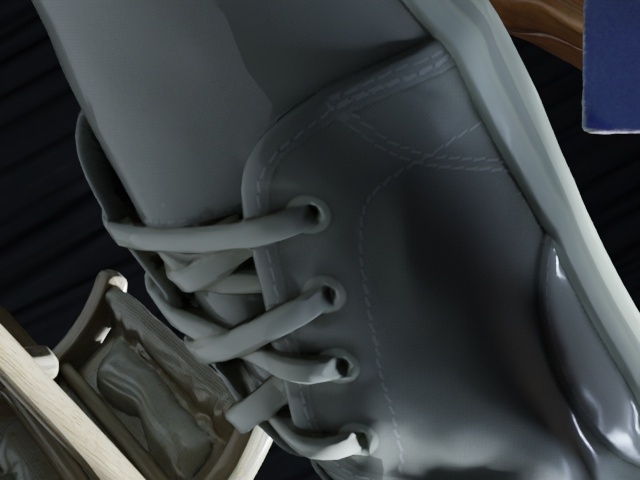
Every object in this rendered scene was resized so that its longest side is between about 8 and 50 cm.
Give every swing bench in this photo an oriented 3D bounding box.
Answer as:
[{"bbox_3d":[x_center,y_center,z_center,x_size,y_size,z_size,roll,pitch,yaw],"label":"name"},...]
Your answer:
[{"bbox_3d":[-0.201,0.071,0.786,0.254,0.165,0.253,33,-1,-31],"label":"swing bench"}]

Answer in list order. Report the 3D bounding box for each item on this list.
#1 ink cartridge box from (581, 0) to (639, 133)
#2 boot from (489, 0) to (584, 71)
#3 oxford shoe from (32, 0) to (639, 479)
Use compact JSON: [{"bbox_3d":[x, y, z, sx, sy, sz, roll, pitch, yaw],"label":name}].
[{"bbox_3d":[0.269,-0.214,0.600,0.071,0.324,0.330,13,76,-75],"label":"ink cartridge box"},{"bbox_3d":[0.092,-0.165,0.850,0.264,0.096,0.280,37,10,-41],"label":"boot"},{"bbox_3d":[0.000,0.000,0.509,0.169,0.130,0.449,6,-40,49],"label":"oxford shoe"}]
